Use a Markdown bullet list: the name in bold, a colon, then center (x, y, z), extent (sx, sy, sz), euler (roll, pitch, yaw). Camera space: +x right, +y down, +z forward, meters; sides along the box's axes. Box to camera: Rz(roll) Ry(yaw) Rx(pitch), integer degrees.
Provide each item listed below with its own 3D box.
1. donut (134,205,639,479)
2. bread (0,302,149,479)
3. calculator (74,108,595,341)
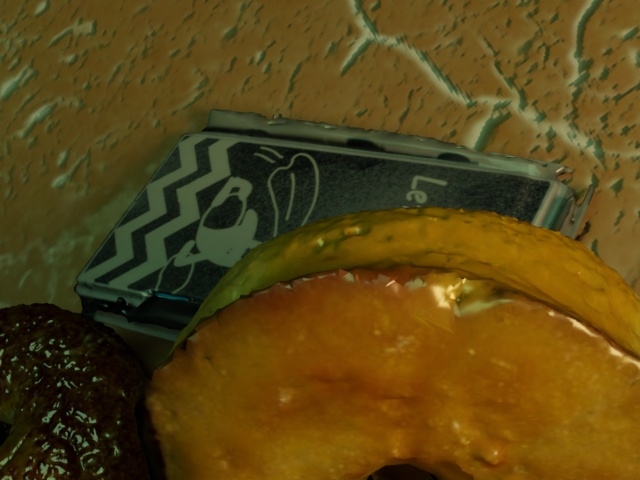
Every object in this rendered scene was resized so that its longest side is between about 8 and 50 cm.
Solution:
- **donut**: center (0.042, 0.093, 0.536), extent (0.253, 0.253, 0.118), euler (-12, 42, 22)
- **bread**: center (-0.181, 0.113, 0.717), extent (0.193, 0.064, 0.193), euler (-9, 49, 11)
- **calculator**: center (0.000, 0.000, 0.702), extent (0.274, 0.028, 0.166), euler (11, 54, 30)
